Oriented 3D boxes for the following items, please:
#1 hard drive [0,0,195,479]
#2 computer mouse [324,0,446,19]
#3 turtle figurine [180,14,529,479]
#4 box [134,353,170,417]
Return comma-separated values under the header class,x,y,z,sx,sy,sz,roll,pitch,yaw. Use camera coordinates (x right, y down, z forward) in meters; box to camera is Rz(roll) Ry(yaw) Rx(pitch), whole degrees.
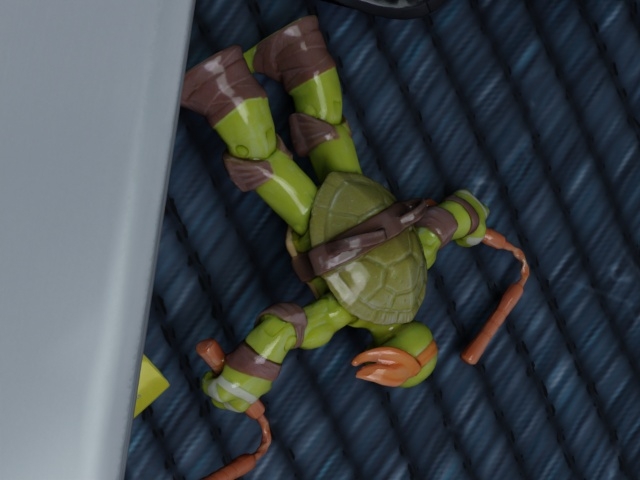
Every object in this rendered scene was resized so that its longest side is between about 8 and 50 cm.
class,x,y,z,sx,sy,sz,roll,pitch,yaw
hard drive,-0.189,-0.016,0.634,0.233,0.047,0.353,8,79,-4
computer mouse,-0.034,-0.231,0.764,0.262,0.060,0.184,17,81,-12
turtle figurine,0.000,0.000,0.728,0.269,0.087,0.217,-31,92,-34
box,-0.165,0.110,0.693,0.179,0.105,0.043,-44,106,-12
